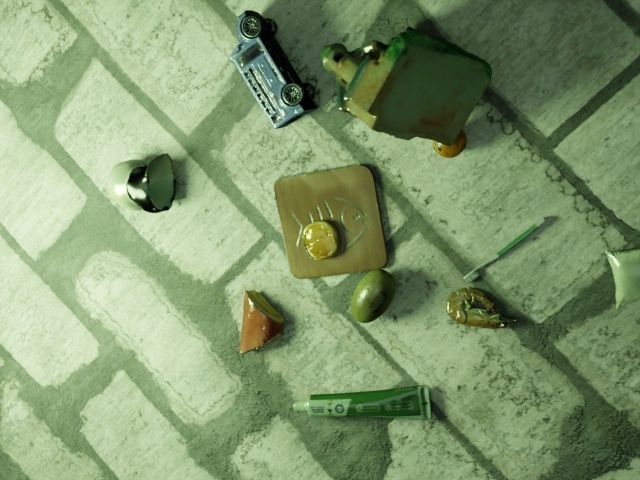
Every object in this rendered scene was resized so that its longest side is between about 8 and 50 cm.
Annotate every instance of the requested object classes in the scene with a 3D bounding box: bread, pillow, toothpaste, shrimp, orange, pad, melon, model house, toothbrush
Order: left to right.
[{"bbox_3d":[-0.166,0.237,2.079,0.119,0.067,0.192,8,104,16],"label":"bread"},{"bbox_3d":[0.000,0.000,1.978,0.110,0.024,0.110,4,103,17],"label":"bread"},{"bbox_3d":[0.027,-0.046,1.981,0.284,0.018,0.287,-8,100,20],"label":"pad"},{"bbox_3d":[0.110,0.451,2.044,0.392,0.061,0.099,-6,100,16],"label":"toothpaste"},{"bbox_3d":[0.136,0.148,1.947,0.099,0.099,0.162,32,112,9],"label":"melon"},{"bbox_3d":[0.175,-0.389,1.717,0.280,0.312,0.245,50,121,43],"label":"model house"},{"bbox_3d":[0.316,-0.242,1.815,0.083,0.083,0.083,4,103,17],"label":"orange"},{"bbox_3d":[0.412,0.179,1.904,0.180,0.041,0.099,16,91,15],"label":"shrimp"},{"bbox_3d":[0.462,0.025,1.858,0.257,0.018,0.024,-42,90,21],"label":"toothbrush"},{"bbox_3d":[0.806,0.081,1.728,0.254,0.078,0.144,-6,100,18],"label":"pillow"}]

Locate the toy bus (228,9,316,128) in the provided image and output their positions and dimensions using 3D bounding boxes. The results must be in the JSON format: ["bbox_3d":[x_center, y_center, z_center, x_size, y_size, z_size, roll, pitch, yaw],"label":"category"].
[{"bbox_3d":[-0.134,-0.436,1.891,0.133,0.125,0.292,-30,93,21],"label":"toy bus"}]

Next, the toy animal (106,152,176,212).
[{"bbox_3d":[-0.501,-0.164,2.071,0.179,0.138,0.166,6,84,24],"label":"toy animal"}]
